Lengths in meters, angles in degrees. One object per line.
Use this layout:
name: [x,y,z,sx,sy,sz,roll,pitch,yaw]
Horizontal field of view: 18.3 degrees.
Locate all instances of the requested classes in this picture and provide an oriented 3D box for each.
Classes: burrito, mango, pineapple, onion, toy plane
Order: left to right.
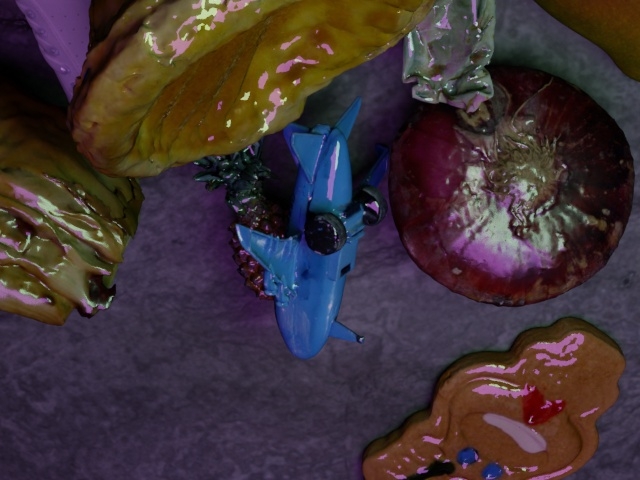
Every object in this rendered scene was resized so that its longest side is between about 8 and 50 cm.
pineapple: [-0.063,-0.019,2.036,0.083,0.103,0.221,-17,122,9]
toy plane: [0.000,0.000,1.969,0.105,0.254,0.271,13,118,30]
burrito: [0.122,-0.272,1.845,0.096,0.066,0.309,2,108,12]
onion: [0.188,-0.055,1.970,0.246,0.190,0.246,0,93,-6]
mango: [0.276,-0.259,1.884,0.146,0.129,0.289,-41,124,20]

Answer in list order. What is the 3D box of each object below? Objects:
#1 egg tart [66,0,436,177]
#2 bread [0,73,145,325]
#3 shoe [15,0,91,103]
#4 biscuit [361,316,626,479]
egg tart: [-0.067,-0.204,1.727,0.388,0.388,0.169,-40,74,21]
bread: [-0.328,-0.068,1.903,0.325,0.277,0.167,18,116,-9]
shoe: [-0.227,-0.216,1.892,0.363,0.132,0.160,31,116,-27]
biscuit: [0.202,0.216,2.227,0.202,0.047,0.334,35,114,-21]
